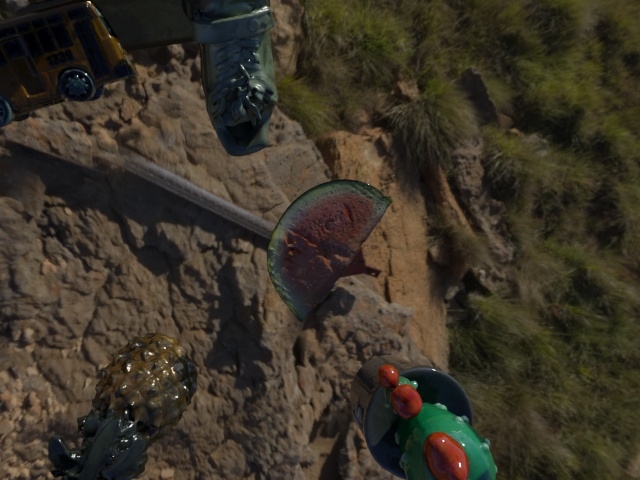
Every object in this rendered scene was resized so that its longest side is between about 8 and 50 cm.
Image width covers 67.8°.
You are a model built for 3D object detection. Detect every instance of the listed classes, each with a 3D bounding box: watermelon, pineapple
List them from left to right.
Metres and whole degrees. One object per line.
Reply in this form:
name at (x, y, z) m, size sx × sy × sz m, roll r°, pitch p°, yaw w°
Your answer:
pineapple at (-0.219, 0.210, 0.491) m, size 0.111 × 0.237 × 0.119 m, roll 3°, pitch 123°, yaw 17°
watermelon at (-0.005, -0.005, 0.521) m, size 0.087 × 0.069 × 0.163 m, roll 36°, pitch 97°, yaw -6°

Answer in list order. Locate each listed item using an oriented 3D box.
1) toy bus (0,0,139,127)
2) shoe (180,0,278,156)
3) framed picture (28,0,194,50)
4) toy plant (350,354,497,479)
toy bus at (-0.332, -0.210, 0.562) m, size 0.201 × 0.098 × 0.114 m, roll -21°, pitch 112°, yaw -9°
shoe at (-0.098, -0.222, 0.595) m, size 0.109 × 0.293 × 0.149 m, roll -16°, pitch 68°, yaw -15°
framed picture at (-0.255, -0.366, 0.579) m, size 0.265 × 0.347 × 0.016 m, roll -10°, pitch 69°, yaw -6°
toy plant at (0.165, 0.310, 0.753) m, size 0.186 × 0.400 × 0.279 m, roll -3°, pitch 90°, yaw -10°
